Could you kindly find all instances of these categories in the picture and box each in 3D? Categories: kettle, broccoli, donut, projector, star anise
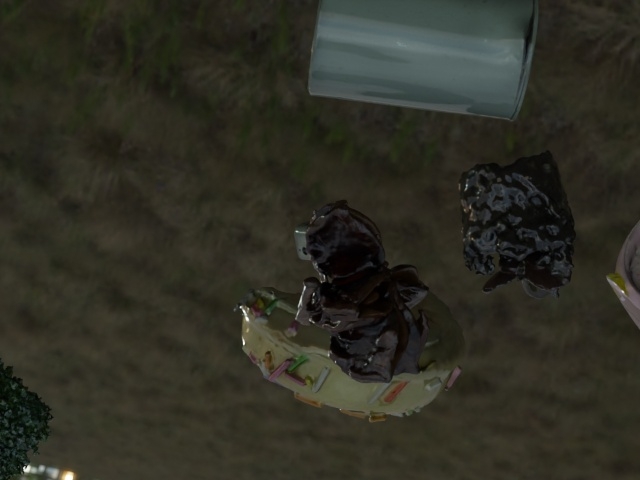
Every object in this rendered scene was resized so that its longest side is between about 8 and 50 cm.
[{"bbox_3d":[0.147,-0.281,1.662,0.317,0.205,0.265,7,145,1],"label":"kettle"},{"bbox_3d":[-0.453,0.257,1.471,0.194,0.220,0.194,15,177,1],"label":"broccoli"},{"bbox_3d":[0.066,0.155,1.705,0.307,0.150,0.371,25,-160,27],"label":"donut"},{"bbox_3d":[0.000,0.000,2.490,0.083,0.083,0.082,-20,-163,-37],"label":"projector"},{"bbox_3d":[0.038,0.053,1.175,0.125,0.190,0.220,-12,129,30],"label":"star anise"}]

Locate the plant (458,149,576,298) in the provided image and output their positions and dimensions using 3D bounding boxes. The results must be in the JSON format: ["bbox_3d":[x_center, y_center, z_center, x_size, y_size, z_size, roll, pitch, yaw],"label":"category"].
[{"bbox_3d":[0.309,-0.017,1.727,0.178,0.234,0.204,-7,177,7],"label":"plant"}]

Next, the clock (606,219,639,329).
[{"bbox_3d":[0.703,0.058,1.830,0.250,0.376,0.368,53,-178,-38],"label":"clock"}]
